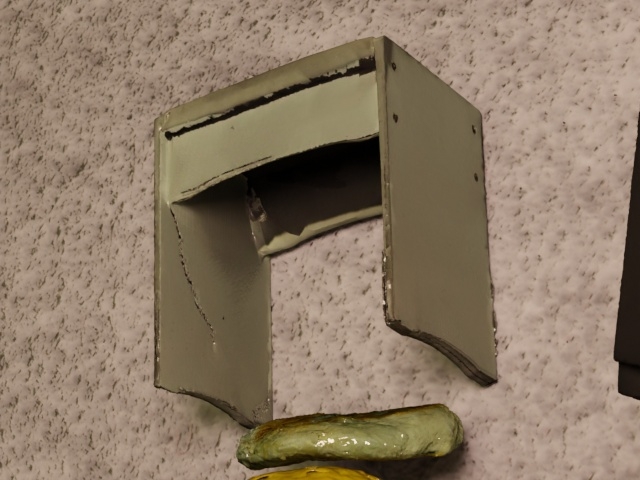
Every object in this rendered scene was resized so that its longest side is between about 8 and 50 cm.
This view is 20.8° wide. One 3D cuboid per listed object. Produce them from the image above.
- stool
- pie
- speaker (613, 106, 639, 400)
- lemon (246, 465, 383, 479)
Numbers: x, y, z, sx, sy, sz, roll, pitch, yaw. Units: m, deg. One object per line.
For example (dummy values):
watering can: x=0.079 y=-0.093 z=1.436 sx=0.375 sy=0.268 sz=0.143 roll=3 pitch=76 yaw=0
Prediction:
stool: x=0.000 y=0.000 z=1.493 sx=0.243 sy=0.170 sz=0.270 roll=-17 pitch=61 yaw=30
pie: x=0.024 y=0.157 z=1.396 sx=0.187 sy=0.187 sz=0.041 roll=-7 pitch=86 yaw=33
speaker: x=0.337 y=-0.008 z=1.172 sx=0.184 sy=0.232 sz=0.254 roll=14 pitch=105 yaw=41
lemon: x=-0.006 y=0.299 z=1.312 sx=0.267 sy=0.267 sz=0.267 roll=-15 pitch=61 yaw=30
